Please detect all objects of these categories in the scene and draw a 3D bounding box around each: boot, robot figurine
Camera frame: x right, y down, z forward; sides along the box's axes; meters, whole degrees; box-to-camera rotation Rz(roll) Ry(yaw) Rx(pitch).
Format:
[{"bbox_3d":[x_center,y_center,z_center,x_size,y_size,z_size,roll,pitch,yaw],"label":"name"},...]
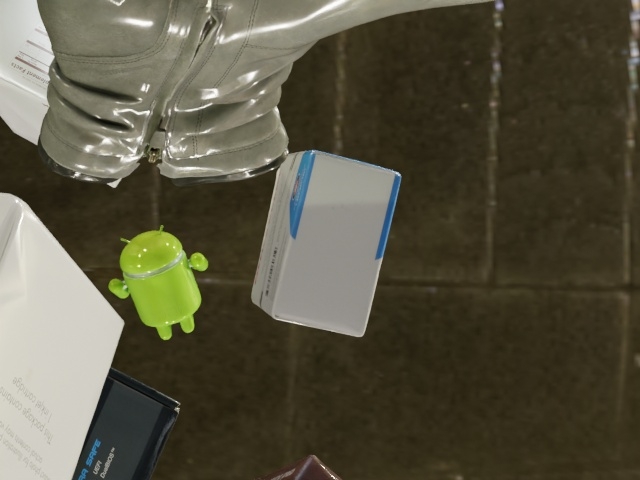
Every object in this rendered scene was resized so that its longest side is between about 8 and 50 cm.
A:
[{"bbox_3d":[-0.023,-0.101,0.748,0.246,0.161,0.083,-1,47,-3],"label":"boot"},{"bbox_3d":[-0.163,0.041,1.527,0.101,0.067,0.115,-18,113,1],"label":"robot figurine"}]

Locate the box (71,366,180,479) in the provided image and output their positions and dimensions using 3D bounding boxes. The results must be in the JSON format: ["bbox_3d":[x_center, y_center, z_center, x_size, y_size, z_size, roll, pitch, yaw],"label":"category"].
[{"bbox_3d":[-0.194,0.146,0.777,0.175,0.051,0.220,30,62,-13],"label":"box"}]

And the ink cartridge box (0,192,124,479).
[{"bbox_3d":[-0.133,0.084,0.324,0.067,0.115,0.198,64,38,-57],"label":"ink cartridge box"}]

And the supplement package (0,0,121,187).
[{"bbox_3d":[-0.238,-0.203,1.533,0.203,0.149,0.194,-57,159,-14],"label":"supplement package"}]

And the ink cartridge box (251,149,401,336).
[{"bbox_3d":[0.000,0.000,1.357,0.086,0.203,0.148,13,91,-8],"label":"ink cartridge box"}]

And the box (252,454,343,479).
[{"bbox_3d":[0.063,0.321,0.982,0.381,0.191,0.143,40,59,-10],"label":"box"}]
